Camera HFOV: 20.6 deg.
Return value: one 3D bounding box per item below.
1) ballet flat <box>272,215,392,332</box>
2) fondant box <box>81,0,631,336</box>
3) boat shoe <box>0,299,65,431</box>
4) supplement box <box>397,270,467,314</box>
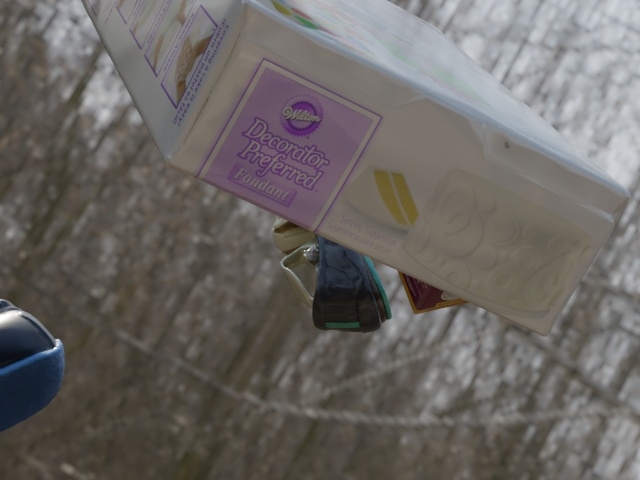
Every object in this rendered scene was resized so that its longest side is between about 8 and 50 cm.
[{"bbox_3d":[0.000,0.000,1.335,0.074,0.074,0.203,40,20,-34],"label":"ballet flat"},{"bbox_3d":[0.002,-0.091,1.016,0.238,0.096,0.330,24,13,-23],"label":"fondant box"},{"bbox_3d":[-0.301,0.114,1.190,0.089,0.258,0.109,46,-45,31],"label":"boat shoe"},{"bbox_3d":[0.092,0.010,1.196,0.083,0.055,0.043,113,-38,-57],"label":"supplement box"}]
